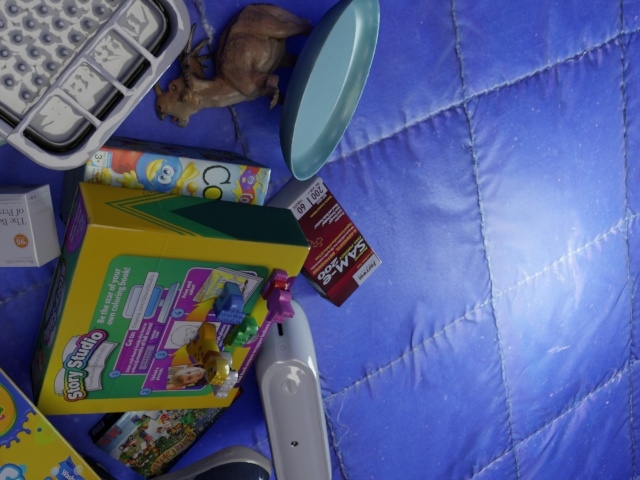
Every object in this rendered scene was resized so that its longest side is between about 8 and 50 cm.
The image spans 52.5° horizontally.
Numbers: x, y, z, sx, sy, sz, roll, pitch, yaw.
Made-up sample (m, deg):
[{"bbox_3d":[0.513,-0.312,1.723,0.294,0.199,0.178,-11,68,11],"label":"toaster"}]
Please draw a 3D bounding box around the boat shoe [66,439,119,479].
[{"bbox_3d":[-0.438,0.383,1.080,0.255,0.079,0.095,38,83,-37],"label":"boat shoe"}]

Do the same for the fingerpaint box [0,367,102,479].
[{"bbox_3d":[-0.494,0.386,0.836,0.371,0.163,0.444,-46,126,-33],"label":"fingerpaint box"}]

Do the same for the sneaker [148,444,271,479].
[{"bbox_3d":[-0.229,0.483,1.114,0.131,0.148,0.350,36,123,-28],"label":"sneaker"}]

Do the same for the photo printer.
[{"bbox_3d":[-0.055,0.265,1.171,0.107,0.256,0.307,-9,112,-4],"label":"photo printer"}]

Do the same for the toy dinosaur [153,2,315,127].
[{"bbox_3d":[-0.121,-0.299,1.024,0.201,0.127,0.295,29,68,2],"label":"toy dinosaur"}]

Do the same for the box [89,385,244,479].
[{"bbox_3d":[-0.272,0.308,1.175,0.233,0.044,0.159,-46,123,-10],"label":"box"}]

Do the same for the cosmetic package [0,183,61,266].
[{"bbox_3d":[-0.467,-0.017,0.839,0.239,0.060,0.098,-1,109,9],"label":"cosmetic package"}]

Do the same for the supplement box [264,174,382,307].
[{"bbox_3d":[0.000,0.000,1.219,0.130,0.073,0.239,-46,124,-11],"label":"supplement box"}]

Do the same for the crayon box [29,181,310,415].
[{"bbox_3d":[-0.232,0.103,0.965,0.313,0.106,0.362,7,126,-32],"label":"crayon box"}]

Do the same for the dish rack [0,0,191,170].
[{"bbox_3d":[-0.360,-0.283,0.796,0.333,0.072,0.285,42,82,-31],"label":"dish rack"}]

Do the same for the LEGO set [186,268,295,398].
[{"bbox_3d":[-0.124,0.149,0.916,0.087,0.093,0.227,14,121,-36],"label":"LEGO set"}]

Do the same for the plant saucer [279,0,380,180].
[{"bbox_3d":[0.011,-0.251,1.058,0.317,0.044,0.317,-60,166,-25],"label":"plant saucer"}]

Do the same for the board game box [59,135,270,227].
[{"bbox_3d":[-0.240,-0.073,1.004,0.276,0.144,0.141,4,105,-31],"label":"board game box"}]

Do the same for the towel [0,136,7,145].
[{"bbox_3d":[-0.498,-0.258,0.818,0.375,0.090,0.320,-26,113,-22],"label":"towel"}]
